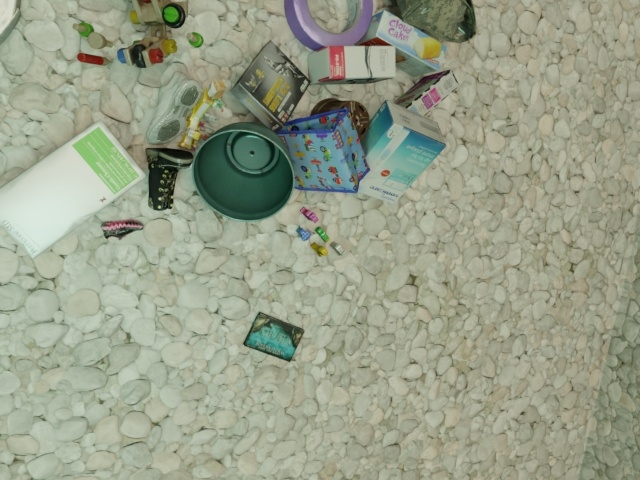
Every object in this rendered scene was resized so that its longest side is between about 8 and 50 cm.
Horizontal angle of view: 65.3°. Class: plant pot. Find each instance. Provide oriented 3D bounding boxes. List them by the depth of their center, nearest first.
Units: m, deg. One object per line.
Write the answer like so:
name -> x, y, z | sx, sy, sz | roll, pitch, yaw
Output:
plant pot -> -0.214, -0.230, 1.491 | 0.292, 0.196, 0.293 | 1, 125, 2
plant pot -> 0.070, -0.385, 1.632 | 0.166, 0.165, 0.167 | -5, 102, -23

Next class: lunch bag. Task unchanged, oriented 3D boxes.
lunch bag -> -0.026, -0.264, 1.561 | 0.138, 0.293, 0.221 | -58, 135, -41
lunch bag -> 0.389, -0.802, 1.647 | 0.286, 0.169, 0.235 | 9, 55, -34

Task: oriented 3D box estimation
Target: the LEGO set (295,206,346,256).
LEGO set -> 0.000, 0.000, 1.712 | 0.087, 0.093, 0.227 | -46, 113, -9

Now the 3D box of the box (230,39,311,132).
box -> -0.146, -0.471, 1.528 | 0.183, 0.056, 0.231 | 42, 53, -24

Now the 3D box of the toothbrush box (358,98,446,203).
toothbrush box -> 0.230, -0.283, 1.656 | 0.216, 0.126, 0.295 | 17, 136, -26

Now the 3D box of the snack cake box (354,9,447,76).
snack cake box -> 0.268, -0.652, 1.675 | 0.264, 0.152, 0.089 | 18, 93, -26

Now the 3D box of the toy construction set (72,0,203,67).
toy construction set -> -0.481, -0.570, 1.356 | 0.308, 0.237, 0.258 | -25, 99, 12

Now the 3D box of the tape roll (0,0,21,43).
tape roll -> -0.943, -0.636, 1.203 | 0.391, 0.072, 0.393 | -4, 101, -23

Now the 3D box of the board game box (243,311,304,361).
board game box -> -0.160, 0.337, 1.742 | 0.186, 0.026, 0.126 | 26, 89, -25

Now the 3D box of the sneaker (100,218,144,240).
sneaker -> -0.587, -0.029, 1.487 | 0.119, 0.047, 0.057 | -4, 116, -19

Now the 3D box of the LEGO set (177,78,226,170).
LEGO set -> -0.331, -0.344, 1.486 | 0.107, 0.132, 0.287 | 19, 114, -30

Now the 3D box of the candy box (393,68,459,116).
candy box -> 0.342, -0.487, 1.733 | 0.233, 0.159, 0.071 | -42, 111, -12

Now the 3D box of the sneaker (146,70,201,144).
sneaker -> -0.442, -0.388, 1.462 | 0.232, 0.115, 0.090 | -50, 152, 14

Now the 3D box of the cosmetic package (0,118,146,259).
cosmetic package -> -0.686, -0.144, 1.359 | 0.365, 0.155, 0.197 | -42, 114, -13

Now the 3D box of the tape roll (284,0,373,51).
tape roll -> 0.027, -0.747, 1.589 | 0.274, 0.090, 0.275 | -5, 101, -23

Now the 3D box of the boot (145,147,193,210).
boot -> -0.431, -0.170, 1.426 | 0.085, 0.236, 0.179 | -7, 107, -39

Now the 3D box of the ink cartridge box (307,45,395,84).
ink cartridge box -> 0.100, -0.561, 1.608 | 0.237, 0.172, 0.100 | -9, 103, -22
